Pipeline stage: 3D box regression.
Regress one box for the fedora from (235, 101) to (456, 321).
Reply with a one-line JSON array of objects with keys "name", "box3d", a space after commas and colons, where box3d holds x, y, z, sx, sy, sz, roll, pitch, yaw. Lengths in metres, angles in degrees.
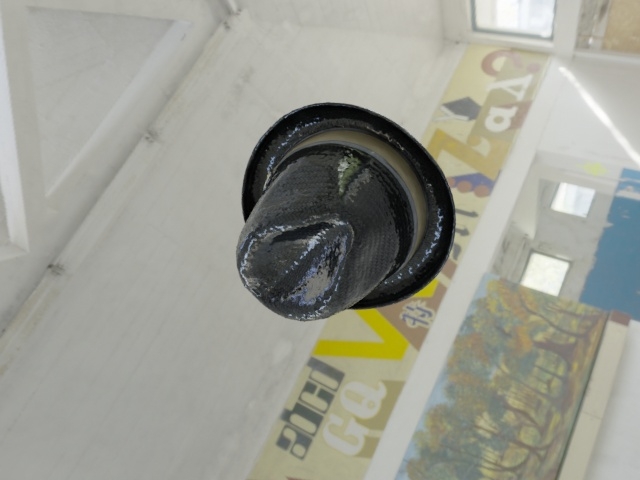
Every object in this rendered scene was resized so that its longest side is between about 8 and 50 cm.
[{"name": "fedora", "box3d": [0.000, 0.000, 0.645, 0.152, 0.334, 0.334, -51, -33, -46]}]
